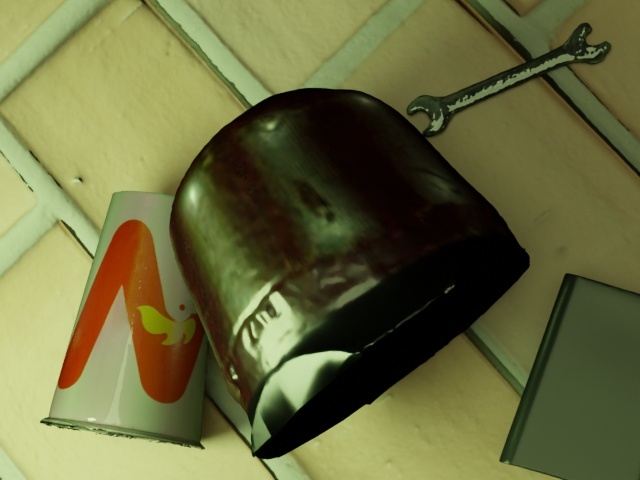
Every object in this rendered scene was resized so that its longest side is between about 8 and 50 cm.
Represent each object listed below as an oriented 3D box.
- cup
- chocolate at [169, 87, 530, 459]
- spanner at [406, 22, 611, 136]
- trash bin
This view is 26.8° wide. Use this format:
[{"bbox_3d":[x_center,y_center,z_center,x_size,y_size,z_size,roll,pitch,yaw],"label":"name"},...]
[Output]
[{"bbox_3d":[-0.212,0.095,1.610,0.203,0.203,0.288,7,79,13],"label":"cup"},{"bbox_3d":[0.000,0.000,1.474,0.384,0.384,0.331,-38,78,7],"label":"chocolate"},{"bbox_3d":[0.226,-0.193,1.619,0.255,0.015,0.054,-23,78,9],"label":"spanner"},{"bbox_3d":[0.315,0.167,1.514,0.165,0.115,0.225,17,87,13],"label":"trash bin"}]
